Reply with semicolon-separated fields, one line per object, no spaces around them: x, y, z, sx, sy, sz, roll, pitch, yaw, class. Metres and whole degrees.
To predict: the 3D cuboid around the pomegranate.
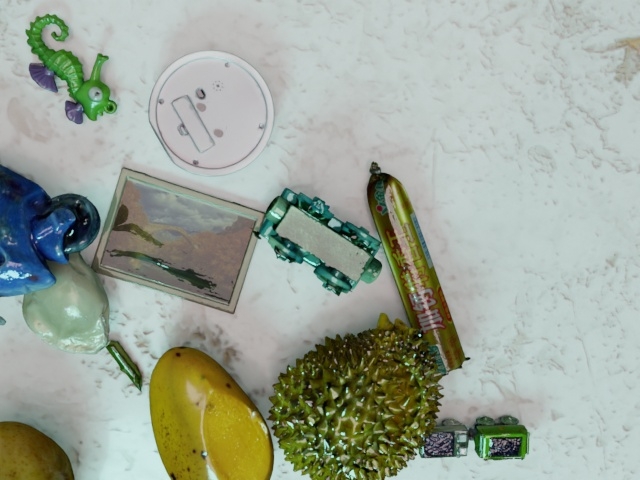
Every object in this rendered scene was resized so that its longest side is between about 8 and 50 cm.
-0.507;0.419;1.400;0.307;0.307;0.307;-1;98;-4;pomegranate

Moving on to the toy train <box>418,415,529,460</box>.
0.256;0.338;1.543;0.202;0.081;0.060;-1;99;-3;toy train

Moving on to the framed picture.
-0.233;0.002;1.495;0.250;0.016;0.184;19;97;-7;framed picture

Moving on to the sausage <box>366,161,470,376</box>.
0.153;0.043;1.497;0.082;0.082;0.371;-21;98;-1;sausage

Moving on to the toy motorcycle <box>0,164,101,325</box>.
-0.514;-0.007;1.392;0.319;0.182;0.241;25;100;11;toy motorcycle

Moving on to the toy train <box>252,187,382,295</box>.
0.000;0.000;1.435;0.203;0.163;0.112;34;93;-9;toy train

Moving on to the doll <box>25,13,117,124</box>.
-0.394;-0.271;1.429;0.115;0.050;0.190;-42;97;6;doll

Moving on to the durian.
0.065;0.268;1.449;0.293;0.258;0.258;-34;99;-10;durian

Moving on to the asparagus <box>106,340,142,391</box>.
-0.325;0.208;1.514;0.021;0.025;0.108;-28;103;21;asparagus

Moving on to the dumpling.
-0.412;0.094;1.451;0.136;0.118;0.199;-18;80;8;dumpling

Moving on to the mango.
-0.187;0.299;1.454;0.160;0.191;0.290;-28;103;-33;mango

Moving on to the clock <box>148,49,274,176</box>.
-0.172;-0.202;1.444;0.197;0.068;0.196;0;98;-3;clock
